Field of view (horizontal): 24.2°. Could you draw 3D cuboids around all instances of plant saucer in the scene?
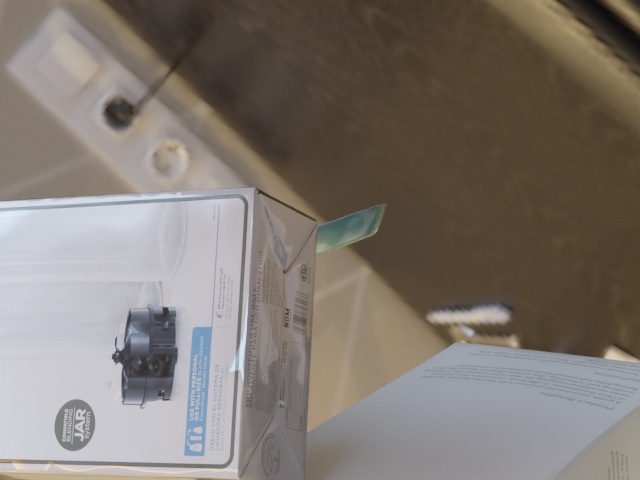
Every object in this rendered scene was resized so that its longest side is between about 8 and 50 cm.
[{"bbox_3d":[0.000,0.000,1.191,0.119,0.119,0.021,-20,89,65],"label":"plant saucer"}]

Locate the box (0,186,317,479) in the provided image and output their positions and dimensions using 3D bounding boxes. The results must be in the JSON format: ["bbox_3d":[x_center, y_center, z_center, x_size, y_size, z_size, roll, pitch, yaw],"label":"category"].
[{"bbox_3d":[-0.153,0.064,0.901,0.290,0.169,0.087,-1,168,25],"label":"box"}]

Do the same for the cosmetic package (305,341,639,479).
[{"bbox_3d":[0.084,0.193,0.974,0.197,0.365,0.155,5,108,35],"label":"cosmetic package"}]
